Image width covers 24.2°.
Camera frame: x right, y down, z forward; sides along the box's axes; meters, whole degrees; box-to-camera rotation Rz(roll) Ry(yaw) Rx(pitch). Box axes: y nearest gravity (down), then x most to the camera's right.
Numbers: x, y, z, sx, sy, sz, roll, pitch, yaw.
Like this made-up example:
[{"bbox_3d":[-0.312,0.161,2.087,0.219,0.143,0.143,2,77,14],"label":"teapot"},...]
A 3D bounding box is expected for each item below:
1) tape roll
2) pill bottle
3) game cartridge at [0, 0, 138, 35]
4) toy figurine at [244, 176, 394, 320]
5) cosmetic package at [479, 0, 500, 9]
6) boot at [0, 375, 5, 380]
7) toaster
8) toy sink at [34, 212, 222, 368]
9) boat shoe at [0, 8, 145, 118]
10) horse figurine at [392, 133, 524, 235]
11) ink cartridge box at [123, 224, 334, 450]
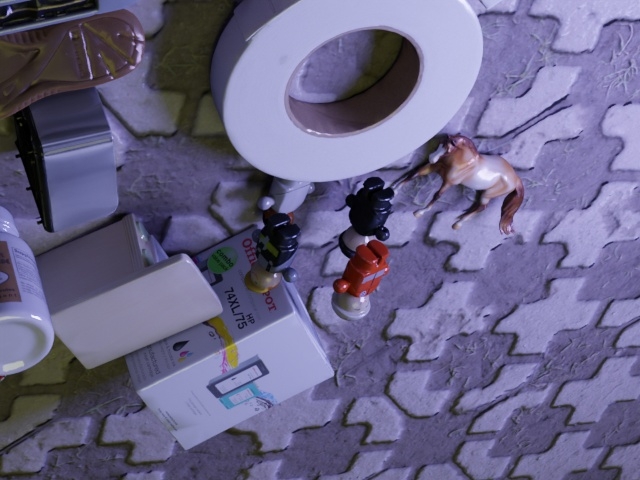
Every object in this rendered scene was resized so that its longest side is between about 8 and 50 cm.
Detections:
[{"bbox_3d":[0.037,-0.240,2.084,0.392,0.072,0.392,-14,142,-11],"label":"tape roll"},{"bbox_3d":[-0.453,0.062,2.058,0.131,0.229,0.131,-14,139,-12],"label":"pill bottle"},{"bbox_3d":[-0.367,-0.313,1.715,0.294,0.196,0.060,-14,139,-12],"label":"game cartridge"},{"bbox_3d":[0.000,0.000,2.223,0.209,0.213,0.148,14,134,-8],"label":"toy figurine"},{"bbox_3d":[0.189,-0.485,1.836,0.197,0.155,0.365,-34,138,8],"label":"cosmetic package"},{"bbox_3d":[-0.556,0.113,2.102,0.236,0.179,0.085,14,127,-38],"label":"boot"},{"bbox_3d":[-0.341,-0.133,1.952,0.110,0.168,0.186,-15,140,-16],"label":"toaster"},{"bbox_3d":[-0.287,0.064,2.222,0.234,0.131,0.153,-23,141,6],"label":"toy sink"},{"bbox_3d":[-0.395,-0.230,1.850,0.342,0.123,0.123,-18,116,-22],"label":"boat shoe"},{"bbox_3d":[0.236,-0.090,2.364,0.263,0.066,0.174,18,130,-36],"label":"horse figurine"},{"bbox_3d":[-0.154,0.152,2.331,0.270,0.198,0.197,-27,140,2],"label":"ink cartridge box"}]
